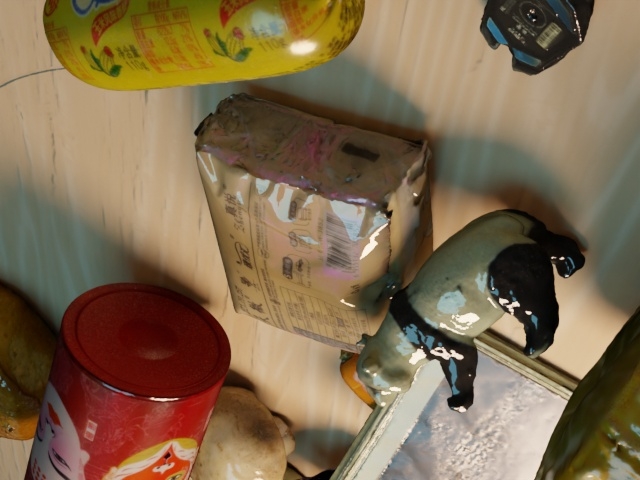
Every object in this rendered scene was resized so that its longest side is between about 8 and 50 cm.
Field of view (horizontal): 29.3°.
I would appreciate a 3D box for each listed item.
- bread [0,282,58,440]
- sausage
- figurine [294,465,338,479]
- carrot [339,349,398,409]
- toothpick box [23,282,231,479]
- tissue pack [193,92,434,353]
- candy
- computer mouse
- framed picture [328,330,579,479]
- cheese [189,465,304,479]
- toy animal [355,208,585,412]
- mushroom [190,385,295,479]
[{"bbox_3d":[-0.478,0.168,1.735,0.268,0.145,0.268,23,143,18],"label":"bread"},{"bbox_3d":[-0.101,-0.189,1.000,0.347,0.123,0.123,-1,135,39],"label":"sausage"},{"bbox_3d":[0.020,0.370,1.579,0.145,0.145,0.222,40,120,-12],"label":"figurine"},{"bbox_3d":[0.108,0.189,1.373,0.225,0.067,0.067,42,145,-16],"label":"carrot"},{"bbox_3d":[-0.247,0.240,1.494,0.204,0.204,0.333,26,122,8],"label":"toothpick box"},{"bbox_3d":[0.000,0.000,1.165,0.215,0.123,0.256,18,143,21],"label":"tissue pack"},{"bbox_3d":[0.276,0.146,1.022,0.118,0.260,0.260,34,147,7],"label":"candy"},{"bbox_3d":[0.161,-0.168,0.893,0.079,0.047,0.135,43,158,4],"label":"computer mouse"},{"bbox_3d":[0.160,0.231,1.321,0.231,0.018,0.293,29,122,2],"label":"framed picture"},{"bbox_3d":[-0.219,0.354,1.801,0.384,0.104,0.384,20,143,15],"label":"cheese"},{"bbox_3d":[0.125,0.068,1.093,0.121,0.094,0.225,37,115,-21],"label":"toy animal"},{"bbox_3d":[-0.106,0.271,1.585,0.166,0.127,0.166,11,104,51],"label":"mushroom"}]
